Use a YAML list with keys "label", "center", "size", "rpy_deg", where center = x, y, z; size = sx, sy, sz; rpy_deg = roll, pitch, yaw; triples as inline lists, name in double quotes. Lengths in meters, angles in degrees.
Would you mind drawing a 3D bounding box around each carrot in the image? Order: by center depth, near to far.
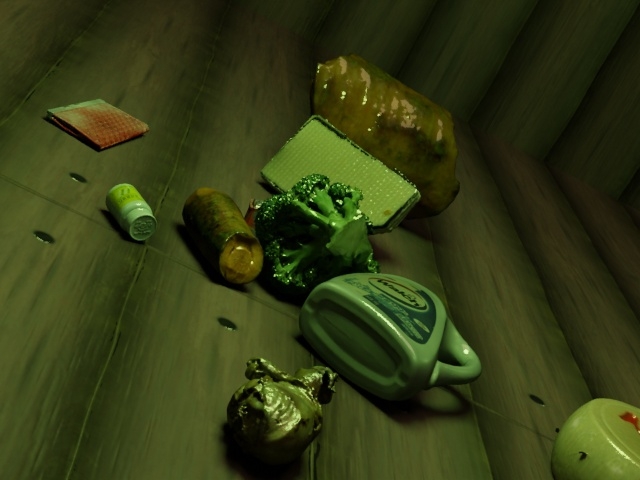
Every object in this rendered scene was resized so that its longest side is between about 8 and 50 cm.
- label: "carrot"
  center: [-0.135, -0.011, 1.827]
  size: [0.082, 0.082, 0.173]
  rpy_deg: [16, 18, -35]
- label: "carrot"
  center: [0.087, -0.191, 2.428]
  size: [0.341, 0.241, 0.241]
  rpy_deg: [27, 17, -17]

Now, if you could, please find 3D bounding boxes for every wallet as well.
- label: "wallet"
  center: [-0.349, -0.185, 2.088]
  size: [0.103, 0.020, 0.196]
  rpy_deg: [30, 17, 6]

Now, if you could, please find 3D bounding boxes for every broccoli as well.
- label: "broccoli"
  center: [0.000, 0.000, 1.855]
  size: [0.195, 0.195, 0.156]
  rpy_deg: [15, 1, -39]

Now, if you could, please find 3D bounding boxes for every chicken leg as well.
- label: "chicken leg"
  center: [-0.040, 0.175, 1.439]
  size: [0.103, 0.088, 0.227]
  rpy_deg: [18, 19, 9]

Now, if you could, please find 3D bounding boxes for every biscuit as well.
- label: "biscuit"
  center: [0.034, -0.091, 2.209]
  size: [0.252, 0.150, 0.052]
  rpy_deg: [37, -7, 29]

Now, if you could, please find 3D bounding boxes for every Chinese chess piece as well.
- label: "Chinese chess piece"
  center: [0.434, 0.319, 1.751]
  size: [0.273, 0.102, 0.273]
  rpy_deg: [26, 17, -9]

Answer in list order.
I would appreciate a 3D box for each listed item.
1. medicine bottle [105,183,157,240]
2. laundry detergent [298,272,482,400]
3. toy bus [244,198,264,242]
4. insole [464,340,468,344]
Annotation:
- label: "medicine bottle"
  center: [-0.253, -0.038, 1.772]
  size: [0.047, 0.047, 0.083]
  rpy_deg: [15, 21, -39]
- label: "laundry detergent"
  center: [0.115, 0.127, 1.792]
  size: [0.215, 0.105, 0.280]
  rpy_deg: [37, 17, 26]
- label: "toy bus"
  center: [-0.026, 0.001, 1.971]
  size: [0.192, 0.077, 0.065]
  rpy_deg: [25, 16, -7]
- label: "insole"
  center: [0.141, 0.125, 2.004]
  size: [0.197, 0.004, 0.065]
  rpy_deg: [23, 18, -18]
